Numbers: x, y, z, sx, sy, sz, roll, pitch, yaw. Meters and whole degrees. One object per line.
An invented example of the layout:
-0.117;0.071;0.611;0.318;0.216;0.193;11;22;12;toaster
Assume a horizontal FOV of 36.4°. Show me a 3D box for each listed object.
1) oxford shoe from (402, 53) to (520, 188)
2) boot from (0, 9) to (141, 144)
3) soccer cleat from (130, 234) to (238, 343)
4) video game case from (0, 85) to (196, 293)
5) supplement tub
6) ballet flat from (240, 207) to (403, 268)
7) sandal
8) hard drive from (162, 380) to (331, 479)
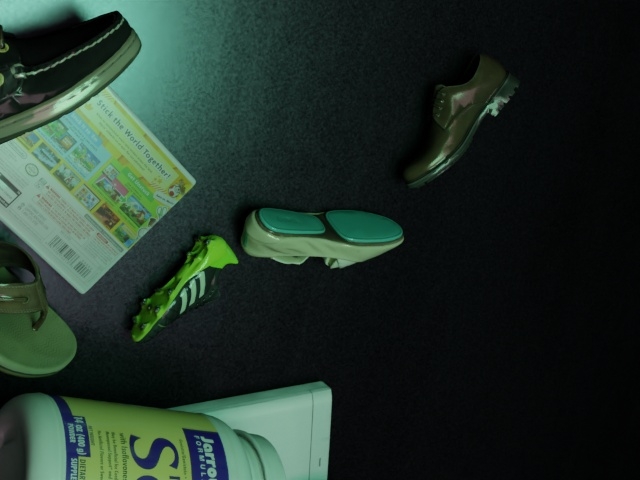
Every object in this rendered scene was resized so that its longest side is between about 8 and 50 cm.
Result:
0.183;-0.176;1.419;0.096;0.083;0.227;39;84;-15;oxford shoe
-0.405;-0.235;1.007;0.377;0.138;0.284;-24;117;-6;boot
-0.179;0.073;1.296;0.179;0.060;0.072;-51;125;-9;soccer cleat
-0.296;-0.078;1.197;0.206;0.026;0.227;-46;122;-9;video game case
-0.231;0.321;1.184;0.331;0.241;0.241;14;99;-33;supplement tub
0.000;0.000;1.372;0.249;0.086;0.086;6;103;-30;ballet flat
-0.380;0.044;1.123;0.086;0.120;0.302;-18;122;23;sandal
-0.151;0.342;1.409;0.353;0.047;0.233;-6;109;-28;hard drive
